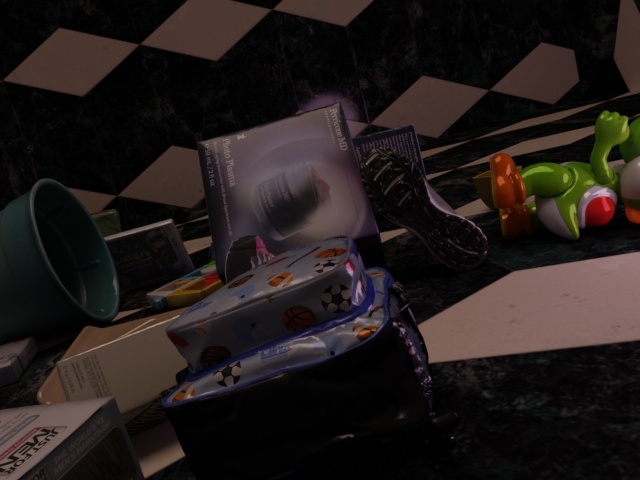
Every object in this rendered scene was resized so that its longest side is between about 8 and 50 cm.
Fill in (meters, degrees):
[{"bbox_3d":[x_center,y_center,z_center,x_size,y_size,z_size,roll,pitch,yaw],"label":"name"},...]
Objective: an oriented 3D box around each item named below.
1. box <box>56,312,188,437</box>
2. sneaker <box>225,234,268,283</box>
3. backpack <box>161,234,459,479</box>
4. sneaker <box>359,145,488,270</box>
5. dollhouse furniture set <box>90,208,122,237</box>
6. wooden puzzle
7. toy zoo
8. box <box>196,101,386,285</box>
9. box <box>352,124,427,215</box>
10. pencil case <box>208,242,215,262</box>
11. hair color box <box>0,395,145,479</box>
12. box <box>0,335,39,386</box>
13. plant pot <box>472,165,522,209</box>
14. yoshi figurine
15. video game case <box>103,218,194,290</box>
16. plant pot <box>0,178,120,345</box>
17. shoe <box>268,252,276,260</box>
[{"bbox_3d":[-0.176,0.158,0.799,0.275,0.094,0.113,-21,-25,-22],"label":"box"},{"bbox_3d":[-0.124,0.081,1.008,0.072,0.178,0.077,2,-4,-20],"label":"sneaker"},{"bbox_3d":[-0.017,0.116,0.652,0.276,0.213,0.263,-16,1,10],"label":"backpack"},{"bbox_3d":[0.171,-0.053,1.107,0.100,0.271,0.108,-45,0,6],"label":"sneaker"},{"bbox_3d":[-0.755,0.028,1.991,0.301,0.198,0.151,-7,13,39],"label":"dollhouse furniture set"},{"bbox_3d":[-0.275,0.175,0.966,0.238,0.044,0.221,-10,21,4],"label":"wooden puzzle"},{"bbox_3d":[-0.262,0.095,1.454,0.192,0.030,0.293,-6,15,39],"label":"toy zoo"},{"bbox_3d":[-0.056,-0.069,1.206,0.294,0.296,0.183,-15,-26,2],"label":"box"},{"bbox_3d":[0.048,-0.162,1.746,0.395,0.212,0.293,-19,9,-31],"label":"box"},{"bbox_3d":[-0.229,0.015,1.696,0.070,0.064,0.151,25,35,34],"label":"pencil case"},{"bbox_3d":[-0.391,0.265,0.631,0.374,0.114,0.185,-12,13,20],"label":"hair color box"},{"bbox_3d":[-0.642,0.247,1.221,0.145,0.038,0.186,-17,13,-10],"label":"box"},{"bbox_3d":[0.408,-0.116,1.434,0.081,0.083,0.081,-23,15,-33],"label":"plant pot"},{"bbox_3d":[0.491,-0.123,1.115,0.362,0.203,0.203,-8,7,20],"label":"yoshi figurine"},{"bbox_3d":[-0.442,0.040,1.623,0.190,0.173,0.022,-15,38,0],"label":"video game case"},{"bbox_3d":[-0.681,0.085,1.396,0.334,0.341,0.341,-23,12,1],"label":"plant pot"},{"bbox_3d":[-0.040,0.075,1.027,0.081,0.063,0.178,-17,50,-27],"label":"shoe"}]
